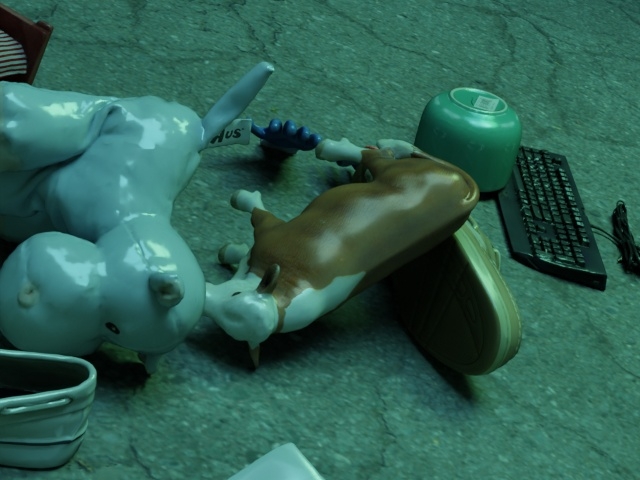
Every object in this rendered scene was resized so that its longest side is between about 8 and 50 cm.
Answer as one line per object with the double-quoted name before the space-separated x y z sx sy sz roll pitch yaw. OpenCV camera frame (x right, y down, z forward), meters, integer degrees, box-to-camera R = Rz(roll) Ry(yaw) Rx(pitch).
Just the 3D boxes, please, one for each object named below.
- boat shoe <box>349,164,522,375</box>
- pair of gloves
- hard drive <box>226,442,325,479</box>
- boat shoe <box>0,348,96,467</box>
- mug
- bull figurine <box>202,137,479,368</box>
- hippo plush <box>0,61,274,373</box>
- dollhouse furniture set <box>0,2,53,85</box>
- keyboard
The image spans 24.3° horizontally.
"boat shoe" 0.137 0.020 1.549 0.110 0.122 0.341 7 29 -27
"pair of gloves" 0.006 -0.107 1.703 0.198 0.023 0.159 16 -5 -8
"hard drive" -0.007 0.308 0.895 0.233 0.047 0.353 -31 54 -21
"boat shoe" -0.298 0.111 1.108 0.267 0.088 0.096 11 30 -21
"mug" 0.180 -0.140 1.876 0.129 0.097 0.158 -6 34 -32
"bull figurine" 0.000 0.000 1.430 0.310 0.101 0.188 -25 37 -18
"hippo plush" -0.186 0.005 1.315 0.294 0.234 0.236 -4 66 -16
"dollhouse furniture set" -0.486 -0.210 1.471 0.374 0.152 0.201 29 28 13
"keyboard" 0.319 -0.034 1.877 0.201 0.033 0.317 17 29 -11
